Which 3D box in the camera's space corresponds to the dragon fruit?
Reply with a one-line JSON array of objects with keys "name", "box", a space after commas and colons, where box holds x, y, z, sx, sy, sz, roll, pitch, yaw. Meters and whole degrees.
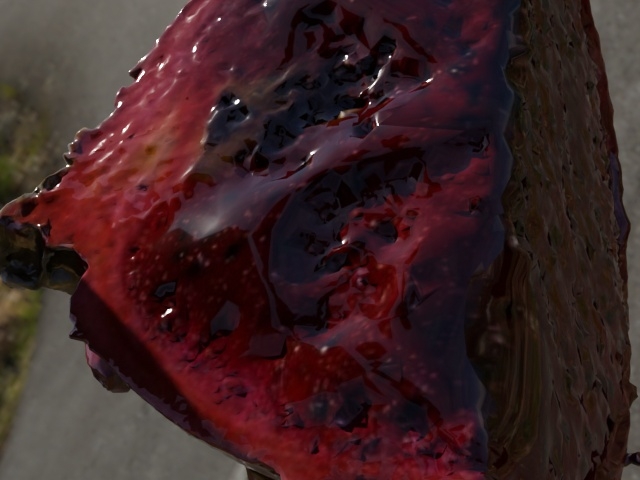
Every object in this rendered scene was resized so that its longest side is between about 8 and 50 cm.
[{"name": "dragon fruit", "box": [0.000, 0.000, 0.505, 0.211, 0.134, 0.262, -3, 54, 21]}]
